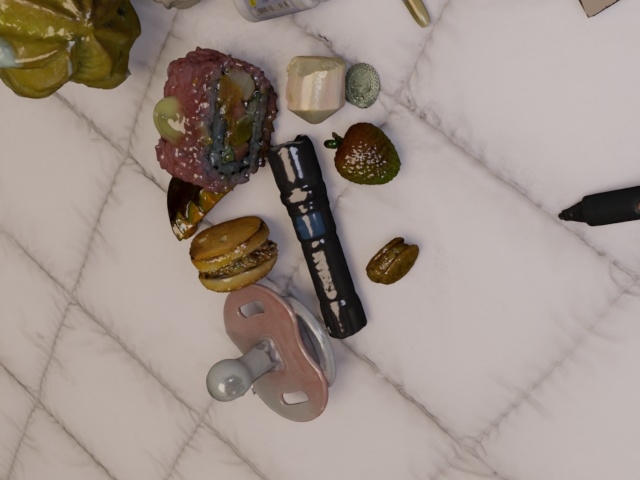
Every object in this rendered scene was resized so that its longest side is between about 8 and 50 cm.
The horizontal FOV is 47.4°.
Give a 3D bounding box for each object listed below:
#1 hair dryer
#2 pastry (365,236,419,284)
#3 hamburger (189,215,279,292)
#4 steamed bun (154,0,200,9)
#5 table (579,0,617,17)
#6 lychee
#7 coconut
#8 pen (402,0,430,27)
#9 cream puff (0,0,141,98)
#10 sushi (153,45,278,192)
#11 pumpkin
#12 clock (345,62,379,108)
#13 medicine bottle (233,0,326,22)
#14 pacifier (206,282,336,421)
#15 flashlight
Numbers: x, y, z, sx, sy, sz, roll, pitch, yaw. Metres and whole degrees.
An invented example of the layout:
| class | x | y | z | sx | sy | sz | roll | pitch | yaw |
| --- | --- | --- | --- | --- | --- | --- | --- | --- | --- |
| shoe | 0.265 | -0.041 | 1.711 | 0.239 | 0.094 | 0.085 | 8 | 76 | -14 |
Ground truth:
| class | x | y | z | sx | sy | sz | roll | pitch | yaw |
| --- | --- | --- | --- | --- | --- | --- | --- | --- | --- |
| hair dryer | 0.503 | -0.053 | 1.087 | 0.352 | 0.189 | 0.107 | -13 | 100 | 49 |
| pastry | 0.136 | 0.039 | 1.384 | 0.109 | 0.097 | 0.057 | -47 | 68 | 3 |
| hamburger | -0.173 | 0.031 | 1.528 | 0.191 | 0.182 | 0.118 | -13 | 118 | 27 |
| steamed bun | -0.275 | -0.537 | 1.405 | 0.183 | 0.106 | 0.183 | 14 | 119 | 27 |
| table | 0.446 | -0.423 | 0.998 | 0.240 | 0.111 | 0.121 | -29 | 91 | 36 |
| lychee | 0.077 | -0.157 | 1.331 | 0.146 | 0.114 | 0.114 | 29 | 122 | 6 |
| coconut | -0.010 | -0.275 | 1.340 | 0.116 | 0.116 | 0.122 | 12 | 110 | 28 |
| pen | 0.119 | -0.462 | 1.236 | 0.233 | 0.032 | 0.040 | 60 | 150 | -3 |
| cream puff | -0.502 | -0.450 | 1.423 | 0.275 | 0.378 | 0.378 | -12 | 102 | 41 |
| sushi | -0.217 | -0.238 | 1.413 | 0.171 | 0.236 | 0.270 | 26 | 119 | 33 |
| pumpkin | -0.287 | -0.107 | 1.568 | 0.149 | 0.130 | 0.254 | 52 | 128 | 3 |
| clock | 0.075 | -0.286 | 1.345 | 0.074 | 0.010 | 0.083 | 29 | 121 | 20 |
| medicine bottle | -0.060 | -0.458 | 1.303 | 0.187 | 0.103 | 0.102 | -2 | 108 | 33 |
| pacifier | -0.114 | 0.250 | 1.553 | 0.273 | 0.220 | 0.332 | -25 | 94 | -9 |
| flashlight | 0.000 | 0.000 | 1.461 | 0.103 | 0.103 | 0.424 | -10 | 105 | 34 |
